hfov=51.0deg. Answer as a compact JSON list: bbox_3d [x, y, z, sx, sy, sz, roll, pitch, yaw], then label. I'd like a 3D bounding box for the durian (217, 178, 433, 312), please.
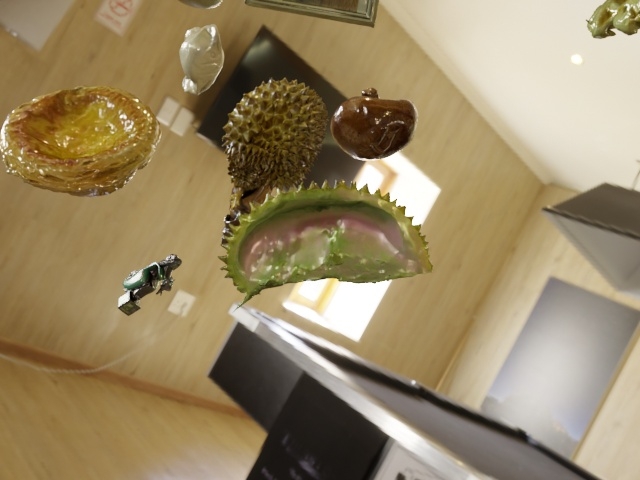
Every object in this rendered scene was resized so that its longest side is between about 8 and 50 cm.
[{"bbox_3d":[0.000,0.000,1.104,0.352,0.169,0.158,-8,-26,10],"label":"durian"}]

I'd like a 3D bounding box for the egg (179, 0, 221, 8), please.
[{"bbox_3d":[-0.345,-0.727,1.759,0.253,0.186,0.186,55,-13,-25],"label":"egg"}]

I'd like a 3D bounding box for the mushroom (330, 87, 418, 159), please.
[{"bbox_3d":[0.142,-0.276,1.693,0.231,0.194,0.138,-7,40,-19],"label":"mushroom"}]

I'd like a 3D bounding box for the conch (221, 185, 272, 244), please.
[{"bbox_3d":[-0.135,-0.091,1.336,0.086,0.232,0.080,12,8,-35],"label":"conch"}]

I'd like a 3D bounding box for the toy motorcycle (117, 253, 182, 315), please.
[{"bbox_3d":[-0.398,0.098,1.582,0.058,0.173,0.100,50,15,-41],"label":"toy motorcycle"}]

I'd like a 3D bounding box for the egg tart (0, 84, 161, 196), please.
[{"bbox_3d":[-0.463,-0.180,1.316,0.319,0.319,0.128,28,-42,21],"label":"egg tart"}]

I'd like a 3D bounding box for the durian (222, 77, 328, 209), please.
[{"bbox_3d":[-0.070,-0.131,0.942,0.146,0.208,0.102,34,3,-37],"label":"durian"}]

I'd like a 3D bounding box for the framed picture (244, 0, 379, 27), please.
[{"bbox_3d":[0.005,-0.482,1.027,0.217,0.274,0.017,7,17,-3],"label":"framed picture"}]

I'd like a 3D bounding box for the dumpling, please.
[{"bbox_3d":[-0.288,-0.446,1.590,0.134,0.100,0.169,61,-24,31],"label":"dumpling"}]

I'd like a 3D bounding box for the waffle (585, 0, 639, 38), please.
[{"bbox_3d":[0.353,-0.242,0.616,0.214,0.054,0.208,-17,8,41],"label":"waffle"}]
